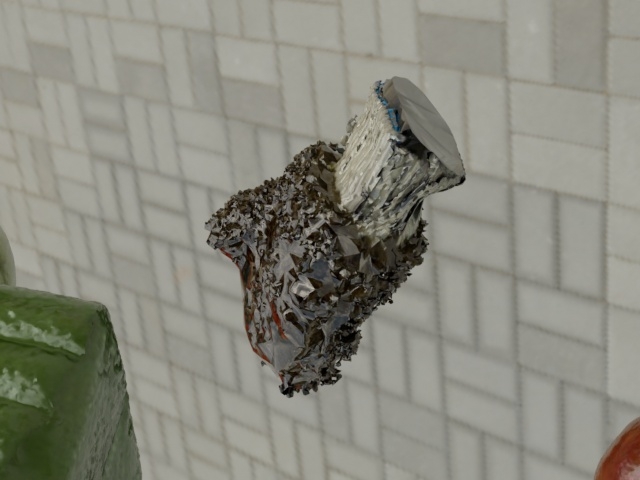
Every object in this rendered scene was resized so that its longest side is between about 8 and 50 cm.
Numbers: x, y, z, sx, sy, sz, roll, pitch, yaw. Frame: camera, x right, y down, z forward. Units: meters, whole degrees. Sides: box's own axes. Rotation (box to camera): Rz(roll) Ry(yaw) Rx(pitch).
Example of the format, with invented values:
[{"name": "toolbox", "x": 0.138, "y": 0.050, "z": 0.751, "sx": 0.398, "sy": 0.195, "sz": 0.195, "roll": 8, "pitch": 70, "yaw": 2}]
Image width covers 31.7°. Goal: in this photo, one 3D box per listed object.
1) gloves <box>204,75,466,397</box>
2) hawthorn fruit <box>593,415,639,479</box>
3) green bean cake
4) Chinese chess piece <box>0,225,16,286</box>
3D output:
[{"name": "gloves", "x": 0.004, "y": -0.001, "z": 0.988, "sx": 0.312, "sy": 0.135, "sz": 0.210, "roll": -63, "pitch": 37, "yaw": 25}, {"name": "hawthorn fruit", "x": 0.214, "y": 0.141, "z": 0.689, "sx": 0.081, "sy": 0.081, "sz": 0.093, "roll": 24, "pitch": 93, "yaw": 37}, {"name": "green bean cake", "x": -0.202, "y": 0.174, "z": 0.700, "sx": 0.125, "sy": 0.248, "sz": 0.222, "roll": 9, "pitch": 137, "yaw": 7}, {"name": "Chinese chess piece", "x": -0.335, "y": 0.033, "z": 0.884, "sx": 0.083, "sy": 0.188, "sz": 0.188, "roll": -122, "pitch": 25, "yaw": -57}]
